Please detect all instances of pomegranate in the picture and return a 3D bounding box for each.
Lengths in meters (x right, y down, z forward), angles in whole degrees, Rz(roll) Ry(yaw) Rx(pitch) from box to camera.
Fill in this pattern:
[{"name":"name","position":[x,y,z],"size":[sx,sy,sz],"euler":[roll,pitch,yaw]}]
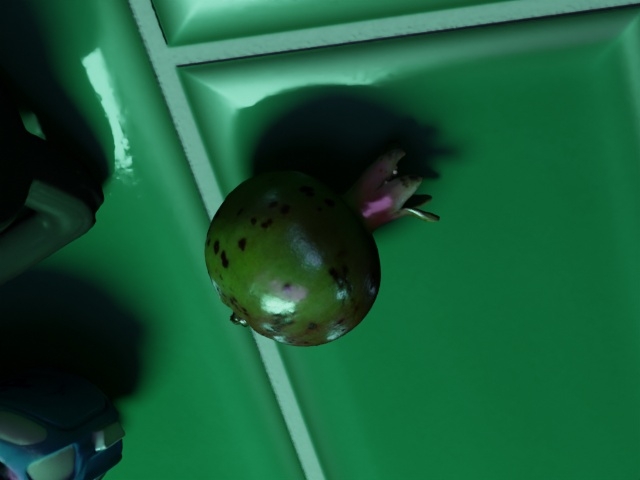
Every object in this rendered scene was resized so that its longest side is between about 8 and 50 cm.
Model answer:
[{"name":"pomegranate","position":[-0.001,0.002,1.175],"size":[0.159,0.129,0.129],"euler":[-31,132,-21]}]

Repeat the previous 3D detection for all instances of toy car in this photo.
[{"name":"toy car","position":[-0.304,0.158,1.326],"size":[0.314,0.198,0.166],"euler":[-16,95,20]}]

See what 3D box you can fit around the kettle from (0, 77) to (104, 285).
[{"name":"kettle","position":[-0.344,0.001,1.174],"size":[0.308,0.203,0.262],"euler":[-28,119,26]}]
